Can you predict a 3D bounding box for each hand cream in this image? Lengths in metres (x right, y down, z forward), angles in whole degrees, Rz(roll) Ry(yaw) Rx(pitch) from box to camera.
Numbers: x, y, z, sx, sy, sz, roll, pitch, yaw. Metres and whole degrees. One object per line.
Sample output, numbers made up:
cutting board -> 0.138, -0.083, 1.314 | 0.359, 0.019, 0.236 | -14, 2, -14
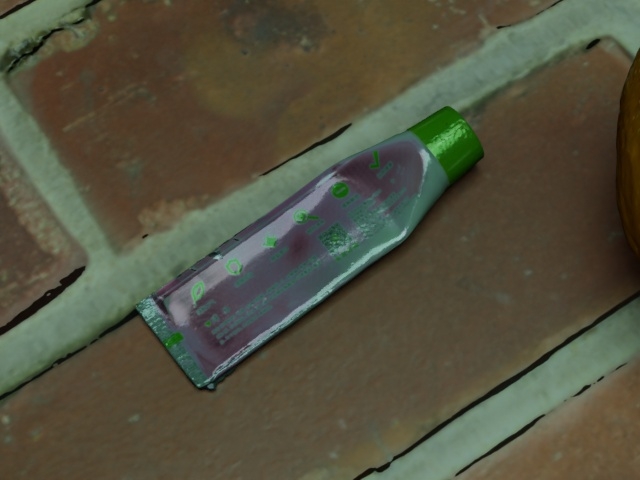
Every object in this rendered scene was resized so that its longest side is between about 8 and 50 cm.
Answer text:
hand cream -> 0.000, 0.000, 1.044 | 0.275, 0.050, 0.079 | -36, 41, -9

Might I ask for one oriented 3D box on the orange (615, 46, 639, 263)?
orange -> 0.362, -0.064, 0.913 | 0.340, 0.293, 0.340 | -1, 61, 2
